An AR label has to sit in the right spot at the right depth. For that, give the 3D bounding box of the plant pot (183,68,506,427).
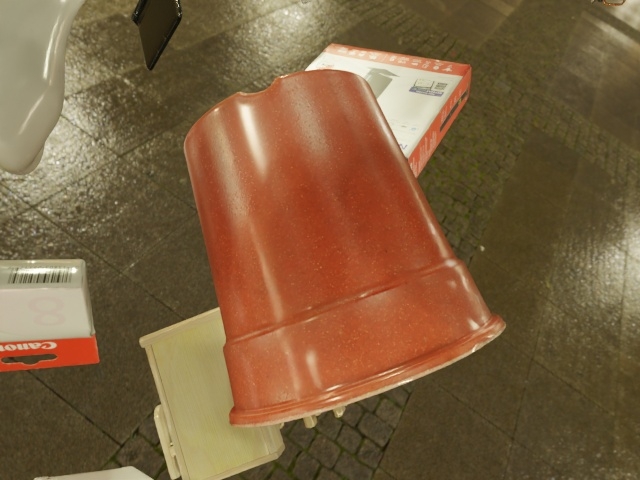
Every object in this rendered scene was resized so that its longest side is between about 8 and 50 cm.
[{"bbox_3d":[0.000,0.000,0.481,0.272,0.272,0.265,-14,81,-34],"label":"plant pot"}]

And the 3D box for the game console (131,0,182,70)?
[{"bbox_3d":[-0.178,-0.285,0.587,0.071,0.122,0.107,50,53,-14],"label":"game console"}]

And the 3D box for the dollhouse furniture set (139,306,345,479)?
[{"bbox_3d":[-0.163,0.285,0.961,0.362,0.394,0.257,-21,78,2],"label":"dollhouse furniture set"}]

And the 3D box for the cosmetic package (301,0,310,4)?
[{"bbox_3d":[0.080,-0.502,0.569,0.284,0.377,0.097,55,39,-35],"label":"cosmetic package"}]

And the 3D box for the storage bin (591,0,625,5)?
[{"bbox_3d":[0.420,-0.359,0.623,0.091,0.098,0.135,12,11,17],"label":"storage bin"}]

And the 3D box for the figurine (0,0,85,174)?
[{"bbox_3d":[-0.181,-0.165,0.260,0.092,0.215,0.210,26,78,3],"label":"figurine"}]

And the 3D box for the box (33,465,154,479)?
[{"bbox_3d":[-0.295,0.390,0.604,0.130,0.091,0.171,13,74,-39],"label":"box"}]

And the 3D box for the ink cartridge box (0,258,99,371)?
[{"bbox_3d":[-0.395,0.121,0.621,0.189,0.232,0.066,0,39,-19],"label":"ink cartridge box"}]

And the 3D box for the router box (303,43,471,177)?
[{"bbox_3d":[0.096,-0.275,0.998,0.335,0.082,0.301,20,57,25],"label":"router box"}]
